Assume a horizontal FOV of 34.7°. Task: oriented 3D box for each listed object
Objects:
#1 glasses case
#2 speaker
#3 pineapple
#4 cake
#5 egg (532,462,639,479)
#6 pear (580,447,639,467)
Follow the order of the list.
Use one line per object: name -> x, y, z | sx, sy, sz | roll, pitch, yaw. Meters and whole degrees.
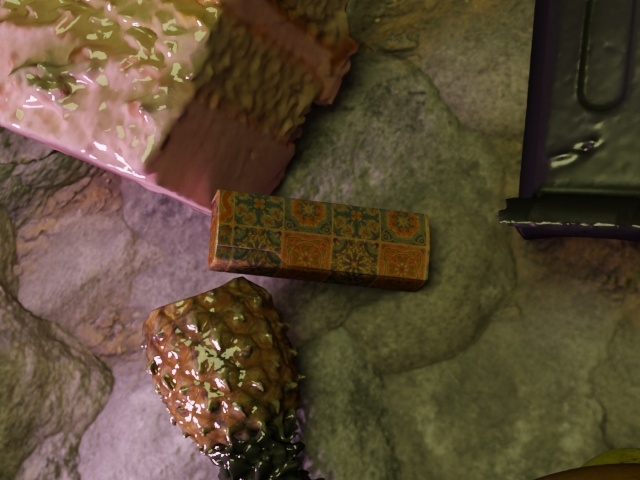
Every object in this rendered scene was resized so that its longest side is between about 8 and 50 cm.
glasses case -> 0.000, 0.000, 1.027 | 0.218, 0.049, 0.075 | 7, 68, -14
speaker -> 0.275, -0.159, 0.973 | 0.180, 0.184, 0.388 | 2, 70, 21
pineapple -> -0.076, 0.184, 0.997 | 0.158, 0.158, 0.278 | -24, 68, 11
cake -> -0.160, -0.203, 1.097 | 0.314, 0.293, 0.306 | 22, 85, 30
egg -> 0.206, 0.296, 0.695 | 0.351, 0.283, 0.282 | -29, 61, 32
pear -> 0.273, 0.243, 0.870 | 0.141, 0.104, 0.141 | 5, 101, 27
